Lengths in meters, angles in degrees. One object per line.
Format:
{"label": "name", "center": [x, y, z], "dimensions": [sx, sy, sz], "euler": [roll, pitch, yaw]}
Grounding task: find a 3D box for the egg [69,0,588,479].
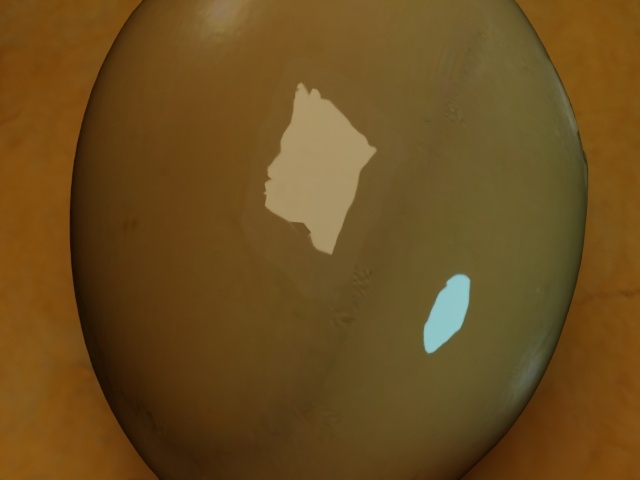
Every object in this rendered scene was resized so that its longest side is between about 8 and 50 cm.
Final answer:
{"label": "egg", "center": [0.000, 0.000, 0.680], "dimensions": [0.201, 0.201, 0.244], "euler": [5, 62, 6]}
